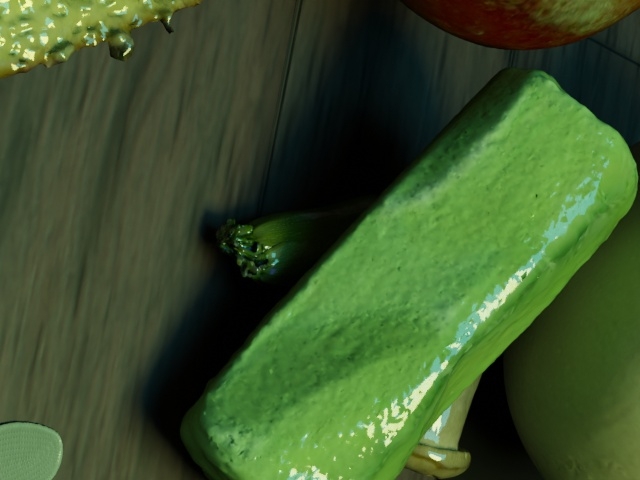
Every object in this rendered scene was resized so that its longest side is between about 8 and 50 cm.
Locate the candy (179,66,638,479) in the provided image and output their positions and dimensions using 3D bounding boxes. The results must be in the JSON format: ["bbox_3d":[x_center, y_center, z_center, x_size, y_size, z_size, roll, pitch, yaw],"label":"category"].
[{"bbox_3d":[0.062,0.041,1.130,0.132,0.142,0.343,44,77,0],"label":"candy"}]

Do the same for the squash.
[{"bbox_3d":[0.000,0.000,1.166,0.183,0.052,0.052,-13,105,-49],"label":"squash"}]

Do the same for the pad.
[{"bbox_3d":[0.171,0.129,1.417,0.265,0.009,0.160,-39,120,-40],"label":"pad"}]

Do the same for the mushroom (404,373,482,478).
[{"bbox_3d":[0.095,0.045,1.252,0.108,0.096,0.247,37,71,-45],"label":"mushroom"}]

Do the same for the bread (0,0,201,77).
[{"bbox_3d":[-0.176,-0.181,0.845,0.340,0.179,0.194,-29,117,-47],"label":"bread"}]

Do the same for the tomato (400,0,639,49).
[{"bbox_3d":[0.127,-0.263,1.156,0.270,0.222,0.270,-11,112,-29],"label":"tomato"}]

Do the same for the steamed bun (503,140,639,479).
[{"bbox_3d":[0.266,0.061,1.287,0.206,0.324,0.324,32,69,-22],"label":"steamed bun"}]

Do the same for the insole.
[{"bbox_3d":[-0.202,0.131,0.984,0.152,0.002,0.053,0,95,-49],"label":"insole"}]
